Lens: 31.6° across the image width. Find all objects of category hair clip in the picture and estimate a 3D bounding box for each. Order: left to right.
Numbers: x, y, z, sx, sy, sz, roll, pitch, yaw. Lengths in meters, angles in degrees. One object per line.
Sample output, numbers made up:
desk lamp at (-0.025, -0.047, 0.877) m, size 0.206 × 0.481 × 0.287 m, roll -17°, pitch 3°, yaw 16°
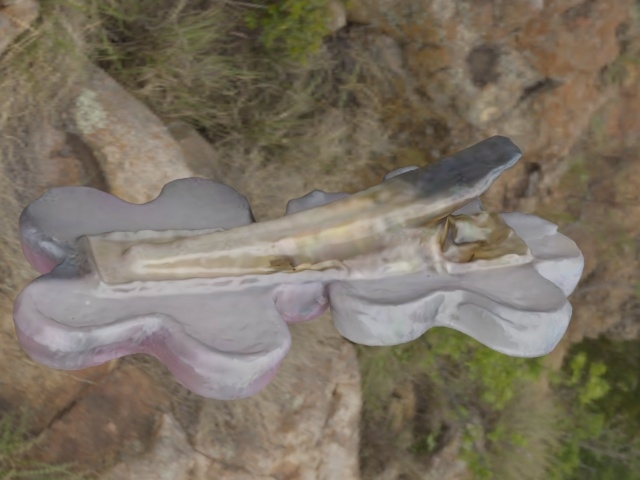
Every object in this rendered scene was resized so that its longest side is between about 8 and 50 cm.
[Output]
hair clip at (-0.001, 0.006, 0.484) m, size 0.257 × 0.146 × 0.075 m, roll -10°, pitch 130°, yaw -16°
